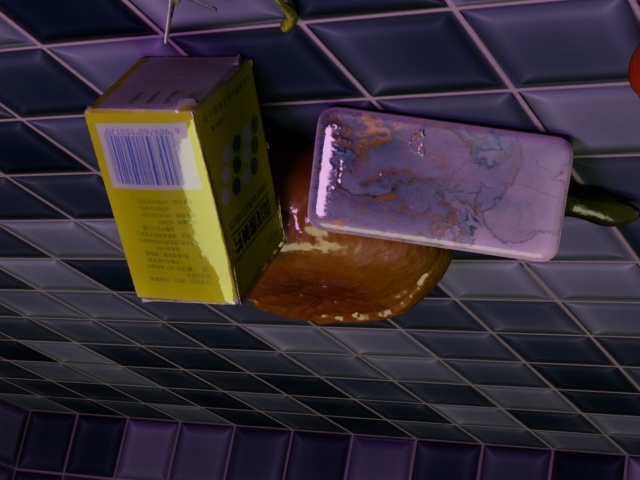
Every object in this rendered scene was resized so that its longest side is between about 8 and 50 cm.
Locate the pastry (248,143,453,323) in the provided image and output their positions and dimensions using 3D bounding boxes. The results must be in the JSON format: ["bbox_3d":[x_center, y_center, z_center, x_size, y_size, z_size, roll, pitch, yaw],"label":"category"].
[{"bbox_3d":[0.000,0.000,1.729,0.355,0.164,0.356,9,157,4],"label":"pastry"}]

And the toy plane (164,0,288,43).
[{"bbox_3d":[-0.139,-0.257,1.225,0.225,0.058,0.226,14,158,3],"label":"toy plane"}]

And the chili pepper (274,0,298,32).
[{"bbox_3d":[-0.037,-0.224,1.324,0.030,0.017,0.083,9,162,11],"label":"chili pepper"}]

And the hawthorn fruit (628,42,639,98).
[{"bbox_3d":[0.324,-0.164,1.225,0.081,0.081,0.093,10,132,1],"label":"hawthorn fruit"}]

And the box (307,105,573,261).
[{"bbox_3d":[0.132,-0.064,1.521,0.285,0.142,0.044,8,-166,7],"label":"box"}]

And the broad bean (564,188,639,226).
[{"bbox_3d":[0.270,-0.056,1.608,0.226,0.039,0.069,18,154,-17],"label":"broad bean"}]

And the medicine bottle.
[{"bbox_3d":[-0.142,-0.064,1.485,0.141,0.137,0.250,3,123,21],"label":"medicine bottle"}]
